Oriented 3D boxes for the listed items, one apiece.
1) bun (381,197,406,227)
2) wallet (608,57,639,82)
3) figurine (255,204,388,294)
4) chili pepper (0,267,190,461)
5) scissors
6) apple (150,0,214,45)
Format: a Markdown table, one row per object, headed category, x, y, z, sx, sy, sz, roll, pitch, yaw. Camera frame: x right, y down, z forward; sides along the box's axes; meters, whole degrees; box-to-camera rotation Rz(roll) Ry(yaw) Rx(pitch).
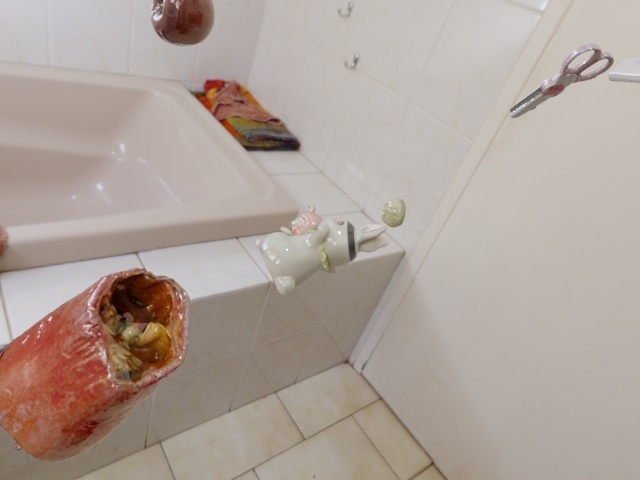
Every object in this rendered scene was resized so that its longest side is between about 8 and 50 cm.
| category | x | y | z | sx | sy | sz | roll | pitch | yaw |
| --- | --- | --- | --- | --- | --- | --- | --- | --- | --- |
| bun | 0.198 | -0.077 | 1.175 | 0.055 | 0.086 | 0.086 | 1 | 37 | -19 |
| wallet | 0.608 | -0.316 | 0.788 | 0.025 | 0.061 | 0.122 | 52 | 4 | -27 |
| figurine | -0.003 | -0.006 | 0.513 | 0.146 | 0.081 | 0.098 | -27 | 69 | -7 |
| chili pepper | -0.392 | 0.203 | 0.732 | 0.229 | 0.305 | 0.251 | 37 | 24 | -34 |
| scissors | 0.566 | -0.375 | 1.031 | 0.118 | 0.242 | 0.030 | 8 | 65 | -32 |
| apple | -0.308 | -0.519 | 0.962 | 0.120 | 0.153 | 0.153 | 1 | 37 | -42 |
